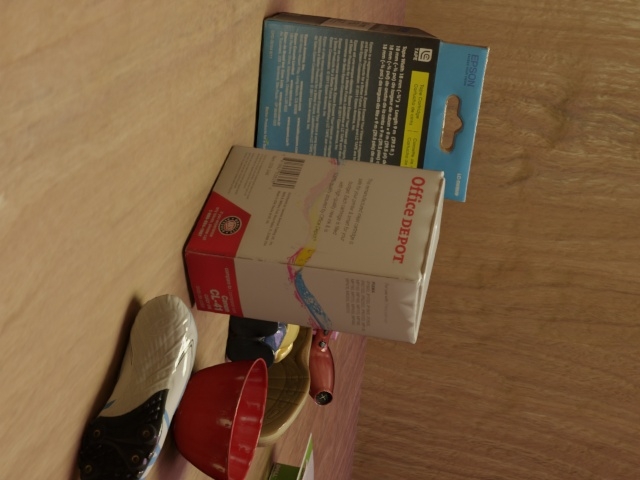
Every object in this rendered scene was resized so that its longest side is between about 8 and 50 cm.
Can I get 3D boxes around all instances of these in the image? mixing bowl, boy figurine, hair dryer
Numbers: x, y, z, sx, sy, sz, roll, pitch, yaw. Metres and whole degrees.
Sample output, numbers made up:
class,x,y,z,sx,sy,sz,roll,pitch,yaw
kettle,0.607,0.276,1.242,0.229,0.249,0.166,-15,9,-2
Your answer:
class,x,y,z,sx,sy,sz,roll,pitch,yaw
mixing bowl,-0.144,0.243,1.216,0.181,0.098,0.181,9,90,-81
boy figurine,-0.076,0.123,1.526,0.285,0.092,0.177,-48,146,-74
hair dryer,-0.007,0.180,1.720,0.223,0.080,0.293,113,-23,-64

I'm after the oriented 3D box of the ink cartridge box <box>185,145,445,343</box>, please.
class,x,y,z,sx,sy,sz,roll,pitch,yaw
ink cartridge box,0.000,0.000,1.198,0.226,0.306,0.131,-70,166,-44

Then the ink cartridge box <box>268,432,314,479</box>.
class,x,y,z,sx,sy,sz,roll,pitch,yaw
ink cartridge box,-0.080,0.557,1.909,0.188,0.097,0.255,-68,163,-50

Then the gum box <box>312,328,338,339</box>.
class,x,y,z,sx,sy,sz,roll,pitch,yaw
gum box,0.001,0.150,1.944,0.188,0.107,0.062,-55,153,-69

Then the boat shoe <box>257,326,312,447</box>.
class,x,y,z,sx,sy,sz,roll,pitch,yaw
boat shoe,-0.075,0.260,1.566,0.341,0.122,0.110,-68,166,-60

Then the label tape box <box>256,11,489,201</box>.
class,x,y,z,sx,sy,sz,roll,pitch,yaw
label tape box,0.077,-0.207,1.360,0.106,0.334,0.240,-57,155,-67

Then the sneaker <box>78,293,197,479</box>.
class,x,y,z,sx,sy,sz,roll,pitch,yaw
sneaker,-0.186,0.173,0.946,0.086,0.085,0.237,76,26,-56
